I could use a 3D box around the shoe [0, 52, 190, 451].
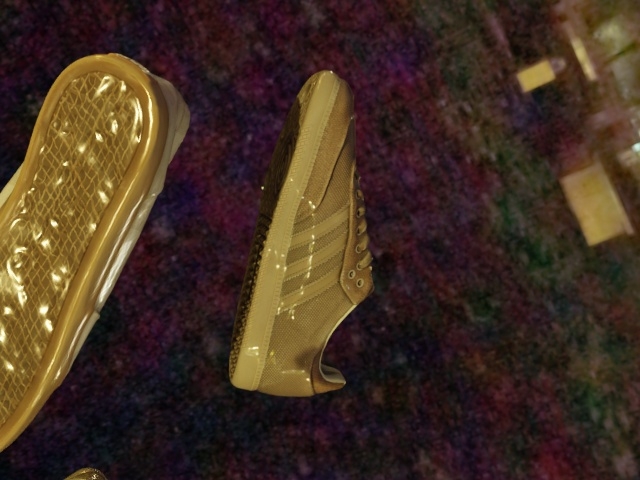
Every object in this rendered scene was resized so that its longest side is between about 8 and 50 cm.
[{"bbox_3d":[-0.127,0.018,0.380,0.077,0.219,0.058,36,11,3],"label":"shoe"}]

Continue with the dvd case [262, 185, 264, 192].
[{"bbox_3d":[-0.012,-0.037,0.837,0.013,0.087,0.119,53,-14,26],"label":"dvd case"}]

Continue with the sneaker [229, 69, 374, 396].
[{"bbox_3d":[0.000,0.000,0.485,0.071,0.188,0.066,12,14,-14],"label":"sneaker"}]

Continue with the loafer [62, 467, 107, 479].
[{"bbox_3d":[-0.268,0.272,0.801,0.056,0.148,0.050,51,-20,-4],"label":"loafer"}]
